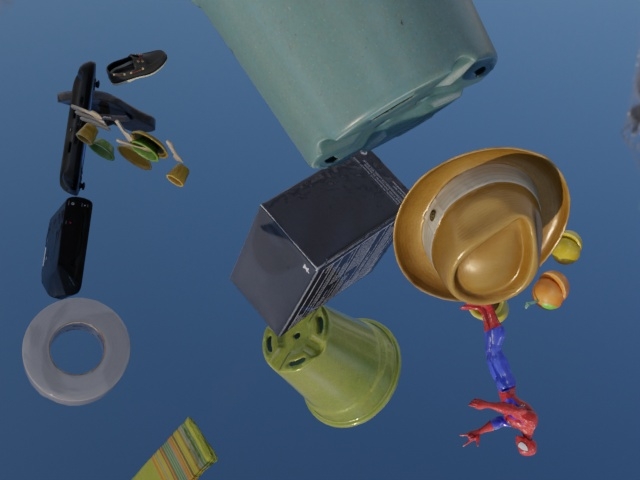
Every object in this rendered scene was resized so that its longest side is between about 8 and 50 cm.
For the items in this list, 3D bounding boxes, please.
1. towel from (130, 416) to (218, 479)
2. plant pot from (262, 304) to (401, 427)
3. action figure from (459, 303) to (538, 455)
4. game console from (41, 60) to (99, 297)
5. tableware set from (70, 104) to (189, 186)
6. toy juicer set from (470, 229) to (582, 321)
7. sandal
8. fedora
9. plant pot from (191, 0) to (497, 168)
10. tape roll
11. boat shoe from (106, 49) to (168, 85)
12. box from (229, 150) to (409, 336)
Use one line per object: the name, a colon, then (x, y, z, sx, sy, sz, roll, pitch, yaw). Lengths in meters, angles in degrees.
towel: (-0.255, 0.382, 1.299, 0.237, 0.021, 0.102, -48, -140, 2)
plant pot: (0.007, 0.262, 1.989, 0.276, 0.254, 0.276, -19, -127, 27)
action figure: (0.283, 0.249, 1.493, 0.139, 0.091, 0.280, -21, -101, -4)
game console: (-0.367, -0.093, 1.287, 0.044, 0.361, 0.213, 9, 171, -23)
tableware set: (-0.220, -0.101, 0.995, 0.154, 0.104, 0.024, 21, -111, 21)
toy juicer set: (0.373, -0.015, 1.599, 0.209, 0.089, 0.329, -11, -117, 27)
sandal: (-0.449, -0.267, 1.843, 0.097, 0.054, 0.254, -4, 167, 34)
fedora: (0.167, 0.002, 0.855, 0.194, 0.194, 0.079, -4, -144, -5)
plant pot: (0.020, -0.288, 1.012, 0.341, 0.341, 0.334, -27, -95, -33)
tape roll: (-0.516, 0.235, 1.819, 0.219, 0.072, 0.219, 6, -110, -16)
boat shoe: (-0.386, -0.370, 1.812, 0.133, 0.042, 0.049, -24, -119, -8)
box: (0.000, 0.000, 1.758, 0.294, 0.296, 0.183, -34, -106, -34)
